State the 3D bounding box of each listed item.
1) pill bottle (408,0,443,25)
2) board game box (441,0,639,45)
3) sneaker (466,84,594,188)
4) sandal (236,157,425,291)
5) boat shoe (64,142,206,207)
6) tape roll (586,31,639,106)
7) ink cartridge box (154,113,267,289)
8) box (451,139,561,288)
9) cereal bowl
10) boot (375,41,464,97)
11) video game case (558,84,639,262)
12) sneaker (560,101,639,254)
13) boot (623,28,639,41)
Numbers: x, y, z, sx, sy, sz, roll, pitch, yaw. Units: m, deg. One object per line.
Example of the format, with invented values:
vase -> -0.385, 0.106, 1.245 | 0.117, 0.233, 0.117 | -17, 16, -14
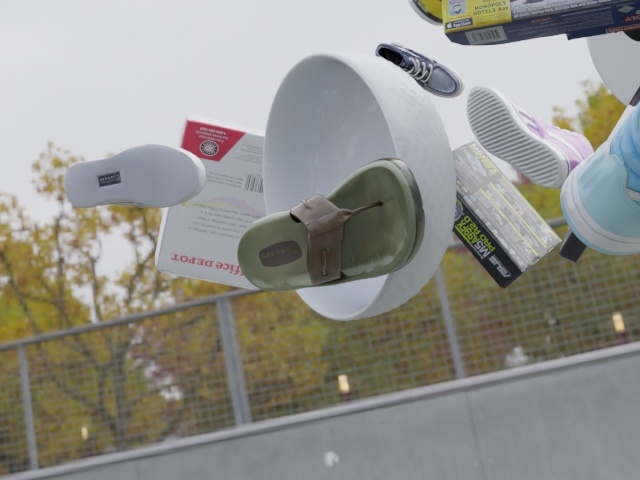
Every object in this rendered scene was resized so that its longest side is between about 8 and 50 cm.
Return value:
pill bottle -> 0.279, -0.546, 2.125 | 0.119, 0.119, 0.208 | 1, -30, -37
board game box -> 0.196, -0.265, 0.860 | 0.194, 0.194, 0.060 | -6, -15, 19
sneaker -> 0.406, -0.196, 1.982 | 0.161, 0.282, 0.102 | -10, -41, -38
sandal -> 0.000, 0.002, 1.169 | 0.303, 0.120, 0.086 | -24, -6, 43
boat shoe -> -0.266, -0.091, 1.575 | 0.267, 0.096, 0.088 | -9, 2, 34
tape roll -> 0.604, -0.366, 1.627 | 0.392, 0.392, 0.072 | -23, -9, 38
ink cartridge box -> -0.192, -0.078, 2.074 | 0.226, 0.306, 0.131 | 12, 11, -13
box -> 0.320, -0.055, 1.990 | 0.060, 0.270, 0.216 | -45, -9, 34
cereal bowl -> 0.062, -0.071, 1.313 | 0.141, 0.339, 0.339 | -6, -15, -29
boot -> 0.200, -0.347, 2.137 | 0.086, 0.190, 0.069 | -19, -44, -63
video game case -> 0.443, -0.133, 1.528 | 0.035, 0.248, 0.275 | 26, -33, 8
sneaker -> 0.397, -0.087, 0.947 | 0.319, 0.127, 0.208 | -15, -22, -16
boot -> 0.529, -0.326, 1.510 | 0.198, 0.077, 0.137 | 16, -38, -34
